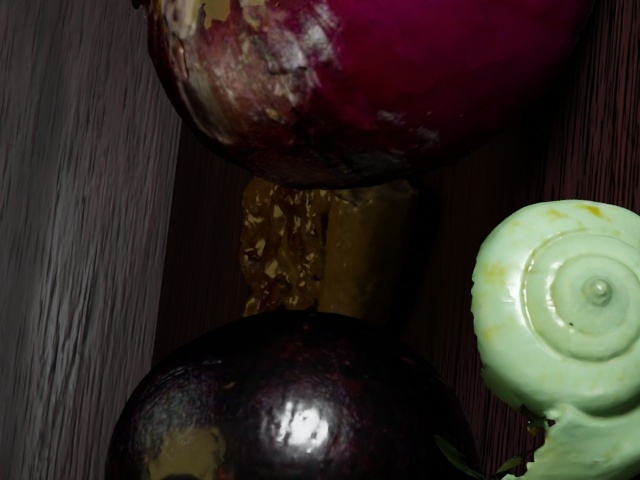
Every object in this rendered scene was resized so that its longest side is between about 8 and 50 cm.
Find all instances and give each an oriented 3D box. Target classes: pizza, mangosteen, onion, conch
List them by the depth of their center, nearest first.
[{"bbox_3d":[0.117,0.084,0.913,0.250,0.137,0.143,115,158,-51],"label":"conch"},{"bbox_3d":[0.056,-0.189,1.094,0.260,0.282,0.337,11,84,39],"label":"onion"},{"bbox_3d":[-0.026,0.199,1.170,0.275,0.275,0.302,117,168,-54],"label":"mangosteen"},{"bbox_3d":[0.000,0.000,1.550,0.409,0.114,0.278,148,125,-70],"label":"pizza"}]
